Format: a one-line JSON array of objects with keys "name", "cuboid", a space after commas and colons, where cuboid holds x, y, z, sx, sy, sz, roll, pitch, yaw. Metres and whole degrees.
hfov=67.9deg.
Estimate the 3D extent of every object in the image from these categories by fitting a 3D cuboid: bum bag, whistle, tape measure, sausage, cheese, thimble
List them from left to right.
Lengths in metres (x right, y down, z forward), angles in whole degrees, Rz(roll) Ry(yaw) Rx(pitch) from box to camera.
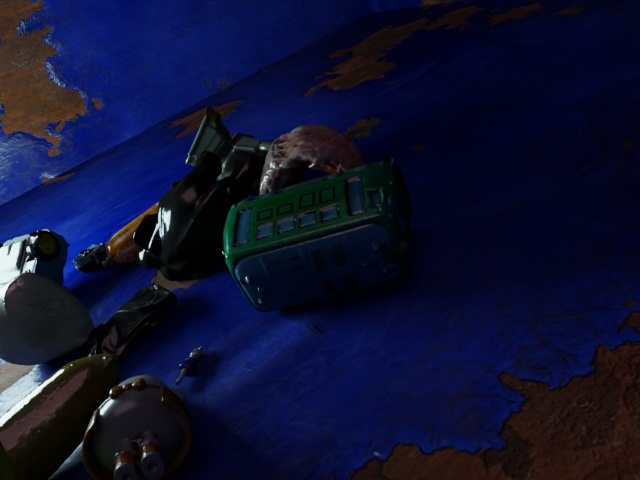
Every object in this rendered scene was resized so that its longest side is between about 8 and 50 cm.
[{"name": "sausage", "cuboid": [-0.487, 0.360, 0.681, 0.501, 0.123, 0.136, -51, 6, -38]}, {"name": "cheese", "cuboid": [-0.612, 0.174, 1.000, 0.189, 0.198, 0.154, -20, 33, 24]}, {"name": "tape measure", "cuboid": [-0.638, 0.049, 1.328, 0.091, 0.054, 0.094, -7, 32, 35]}, {"name": "bum bag", "cuboid": [-0.406, 0.184, 0.965, 0.123, 0.060, 0.248, 8, 44, 39]}, {"name": "sausage", "cuboid": [-0.468, -0.032, 1.306, 0.093, 0.093, 0.312, 10, 44, 42]}, {"name": "whistle", "cuboid": [-0.230, 0.218, 0.831, 0.033, 0.029, 0.083, -48, 8, 37]}, {"name": "thimble", "cuboid": [-0.012, -0.120, 1.011, 0.239, 0.239, 0.162, -15, 32, 13]}]

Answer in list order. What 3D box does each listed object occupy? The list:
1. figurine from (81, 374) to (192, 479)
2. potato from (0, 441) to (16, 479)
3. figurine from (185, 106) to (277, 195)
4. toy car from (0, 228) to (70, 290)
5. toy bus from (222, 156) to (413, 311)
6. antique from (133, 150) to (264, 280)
[{"name": "figurine", "cuboid": [-0.265, 0.254, 0.690, 0.143, 0.143, 0.271, -29, 31, -10]}, {"name": "potato", "cuboid": [-0.457, 0.362, 0.490, 0.218, 0.202, 0.350, 6, 52, -5]}, {"name": "figurine", "cuboid": [-0.189, -0.206, 1.235, 0.167, 0.285, 0.342, -63, 14, 6]}, {"name": "toy car", "cuboid": [-0.736, 0.121, 1.192, 0.198, 0.166, 0.314, -15, 61, 17]}, {"name": "toy bus", "cuboid": [0.000, 0.000, 0.862, 0.344, 0.183, 0.199, -16, 35, 13]}, {"name": "antique", "cuboid": [-0.289, -0.057, 1.100, 0.322, 0.185, 0.255, -40, 23, 45]}]
